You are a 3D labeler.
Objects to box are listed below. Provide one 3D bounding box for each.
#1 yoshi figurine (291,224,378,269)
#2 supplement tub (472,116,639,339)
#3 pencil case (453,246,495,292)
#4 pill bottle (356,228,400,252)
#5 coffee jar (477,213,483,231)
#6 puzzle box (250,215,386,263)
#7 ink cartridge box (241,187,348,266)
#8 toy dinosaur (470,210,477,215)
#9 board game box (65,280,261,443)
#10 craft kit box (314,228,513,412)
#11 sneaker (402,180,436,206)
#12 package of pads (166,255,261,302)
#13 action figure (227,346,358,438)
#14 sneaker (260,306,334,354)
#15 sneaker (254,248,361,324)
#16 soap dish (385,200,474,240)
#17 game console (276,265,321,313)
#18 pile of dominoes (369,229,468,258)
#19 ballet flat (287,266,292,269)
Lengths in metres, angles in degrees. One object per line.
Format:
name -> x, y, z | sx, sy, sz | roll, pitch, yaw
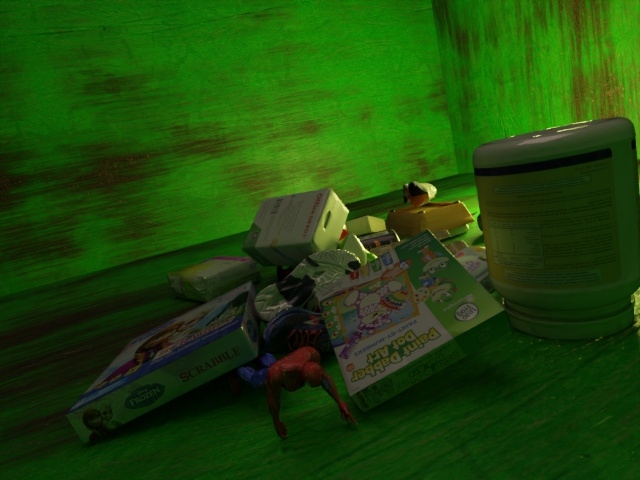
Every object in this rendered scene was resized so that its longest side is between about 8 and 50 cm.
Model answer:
yoshi figurine -> 0.033, 0.054, 1.050 | 0.203, 0.203, 0.362 | -44, 47, 12
supplement tub -> 0.411, -0.024, 0.720 | 0.240, 0.332, 0.241 | -12, 11, 2
pencil case -> 0.271, 0.100, 0.827 | 0.273, 0.114, 0.124 | -24, -1, -43
pill bottle -> 0.110, 0.055, 1.216 | 0.245, 0.131, 0.130 | -14, 11, -5
coffee jar -> 0.640, -0.087, 1.466 | 0.184, 0.079, 0.096 | -23, 12, -41
puzzle box -> 0.000, 0.000, 1.376 | 0.408, 0.052, 0.272 | -15, -4, 18
ink cartridge box -> -0.059, -0.026, 0.961 | 0.212, 0.093, 0.154 | -6, 52, 38
toy dinosaur -> 0.558, -0.088, 1.616 | 0.082, 0.090, 0.047 | 23, 3, 13
board game box -> -0.273, 0.212, 0.822 | 0.318, 0.066, 0.318 | -26, 10, -3
craft kit box -> 0.130, 0.115, 0.679 | 0.249, 0.061, 0.247 | -31, 34, 3
sneaker -> 0.406, -0.192, 1.624 | 0.121, 0.099, 0.262 | -8, 11, 0
package of pads -> -0.391, 0.132, 1.480 | 0.296, 0.101, 0.229 | -2, 14, 46
action figure -> -0.051, 0.235, 0.623 | 0.091, 0.139, 0.280 | -23, -8, -32
sneaker -> -0.010, 0.175, 0.776 | 0.221, 0.083, 0.087 | -3, 20, -35
sneaker -> -0.024, 0.111, 0.882 | 0.235, 0.094, 0.153 | -35, -17, -13
soap dish -> 0.404, -0.076, 1.585 | 0.228, 0.118, 0.291 | -16, 10, -17
game console -> -0.049, 0.127, 0.984 | 0.085, 0.144, 0.124 | -12, 10, -4
pile of dominoes -> 0.282, 0.066, 1.101 | 0.251, 0.040, 0.196 | -15, 40, -7
ballet flat -> -0.059, 0.083, 1.527 | 0.057, 0.049, 0.173 | -6, 19, 39
